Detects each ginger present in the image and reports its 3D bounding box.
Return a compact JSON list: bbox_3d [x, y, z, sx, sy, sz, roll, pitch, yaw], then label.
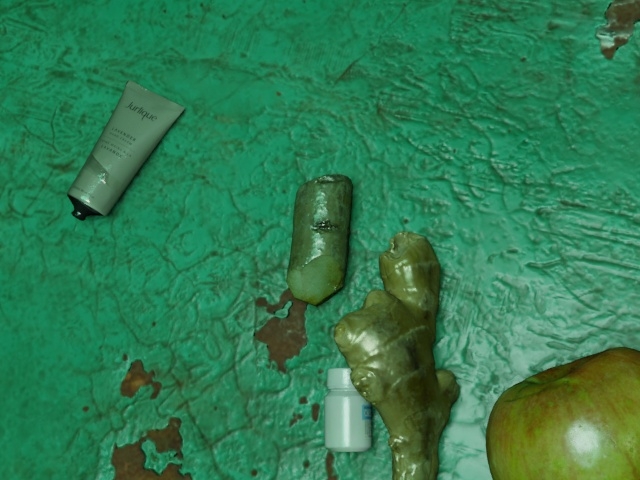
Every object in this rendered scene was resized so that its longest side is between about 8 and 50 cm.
[{"bbox_3d":[0.085,0.154,0.966,0.081,0.148,0.333,-13,82,42],"label":"ginger"}]

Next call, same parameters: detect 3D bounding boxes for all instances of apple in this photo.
[{"bbox_3d":[0.257,0.202,0.867,0.196,0.196,0.195,-3,78,14],"label":"apple"}]

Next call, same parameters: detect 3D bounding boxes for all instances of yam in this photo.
[{"bbox_3d":[0.000,0.000,1.037,0.070,0.070,0.146,3,78,15],"label":"yam"}]

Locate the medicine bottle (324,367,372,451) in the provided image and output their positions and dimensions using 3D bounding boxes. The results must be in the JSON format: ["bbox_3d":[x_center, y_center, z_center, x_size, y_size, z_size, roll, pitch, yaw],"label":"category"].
[{"bbox_3d":[0.030,0.184,0.999,0.052,0.052,0.089,-4,78,14],"label":"medicine bottle"}]

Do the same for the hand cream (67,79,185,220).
[{"bbox_3d":[-0.251,-0.106,1.137,0.087,0.054,0.186,27,80,14],"label":"hand cream"}]
